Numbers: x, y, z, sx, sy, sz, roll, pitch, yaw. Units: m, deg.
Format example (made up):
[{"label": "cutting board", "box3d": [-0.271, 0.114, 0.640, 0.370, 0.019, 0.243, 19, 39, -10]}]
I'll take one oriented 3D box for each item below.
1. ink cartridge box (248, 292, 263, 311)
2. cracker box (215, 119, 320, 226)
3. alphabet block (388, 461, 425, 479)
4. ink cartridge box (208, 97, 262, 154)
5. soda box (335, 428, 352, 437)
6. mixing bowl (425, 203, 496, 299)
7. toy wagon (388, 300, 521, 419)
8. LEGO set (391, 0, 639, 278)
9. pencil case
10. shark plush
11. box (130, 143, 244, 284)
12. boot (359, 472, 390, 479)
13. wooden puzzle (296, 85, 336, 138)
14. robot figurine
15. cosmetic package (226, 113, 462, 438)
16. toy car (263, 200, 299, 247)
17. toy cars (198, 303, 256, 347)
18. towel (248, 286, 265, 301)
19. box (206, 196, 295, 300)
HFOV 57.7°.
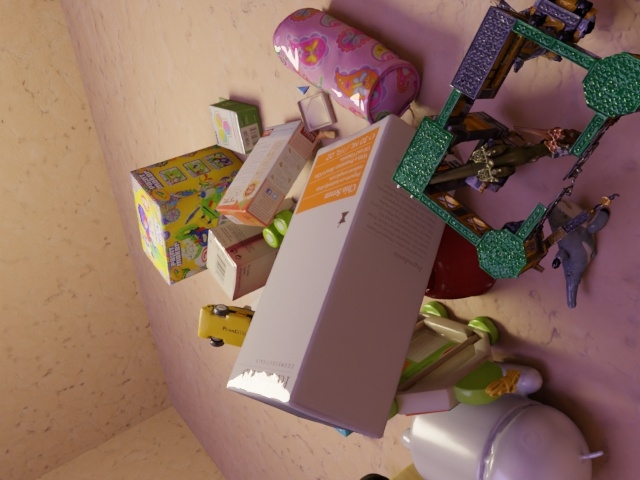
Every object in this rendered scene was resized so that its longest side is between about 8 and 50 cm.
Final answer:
[{"label": "ink cartridge box", "box3d": [-0.066, 0.280, 1.524, 0.306, 0.131, 0.226, 16, 143, 55]}, {"label": "cracker box", "box3d": [-0.114, -0.143, 1.251, 0.067, 0.232, 0.156, 37, 165, -29]}, {"label": "alphabet block", "box3d": [0.249, 0.611, 1.246, 0.197, 0.194, 0.192, 29, 133, 47]}, {"label": "ink cartridge box", "box3d": [-0.229, -0.296, 1.486, 0.209, 0.062, 0.108, 27, 134, 49]}, {"label": "soda box", "box3d": [0.027, 0.459, 1.622, 0.210, 0.067, 0.071, 19, 127, 52]}, {"label": "mixing bowl", "box3d": [0.200, 0.031, 0.993, 0.181, 0.098, 0.181, 39, 142, 40]}, {"label": "toy wagon", "box3d": [0.181, 0.210, 0.981, 0.344, 0.267, 0.068, 14, 124, 54]}, {"label": "LEGO set", "box3d": [0.261, -0.130, 0.719, 0.255, 0.192, 0.331, 34, 122, 30]}, {"label": "pencil case", "box3d": [0.039, -0.301, 0.997, 0.284, 0.124, 0.124, 42, 143, 37]}, {"label": "shark plush", "box3d": [0.332, 0.015, 0.793, 0.073, 0.067, 0.161, 32, 137, 44]}, {"label": "box", "box3d": [-0.347, -0.076, 1.621, 0.177, 0.279, 0.289, 44, 144, 33]}, {"label": "boot", "box3d": [0.241, 0.729, 1.401, 0.347, 0.131, 0.260, 54, 157, 0]}, {"label": "wooden puzzle", "box3d": [-0.007, -0.260, 1.180, 0.079, 0.014, 0.116, -4, 107, 33]}, {"label": "robot figurine", "box3d": [0.292, 0.351, 0.973, 0.354, 0.200, 0.299, 7, 88, 58]}, {"label": "cosmetic package", "box3d": [0.039, 0.053, 0.921, 0.162, 0.452, 0.230, 29, 159, -25]}, {"label": "toy car", "box3d": [0.000, 0.000, 1.255, 0.188, 0.155, 0.149, 53, 150, 3]}, {"label": "toy cars", "box3d": [-0.099, 0.154, 1.340, 0.394, 0.087, 0.176, -26, 105, 18]}, {"label": "towel", "box3d": [-0.166, 0.113, 1.669, 0.187, 0.049, 0.282, 56, 152, -6]}, {"label": "box", "box3d": [-0.143, 0.020, 1.404, 0.126, 0.233, 0.148, 50, 147, 26]}]
